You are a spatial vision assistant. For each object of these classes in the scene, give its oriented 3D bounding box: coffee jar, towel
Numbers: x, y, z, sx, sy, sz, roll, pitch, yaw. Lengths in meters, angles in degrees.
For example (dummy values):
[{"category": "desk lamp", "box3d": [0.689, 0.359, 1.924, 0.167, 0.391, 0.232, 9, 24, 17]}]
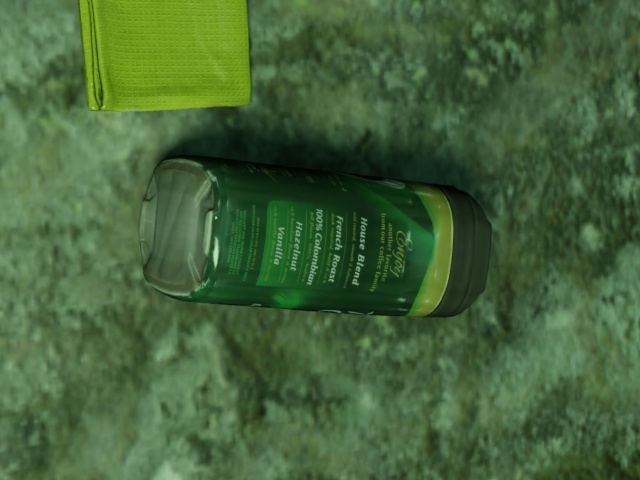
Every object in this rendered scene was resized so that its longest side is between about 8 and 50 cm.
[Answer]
[{"category": "coffee jar", "box3d": [0.000, 0.000, 0.894, 0.184, 0.096, 0.079, 5, 93, -30]}, {"category": "towel", "box3d": [-0.086, -0.190, 0.879, 0.102, 0.021, 0.237, -6, 95, -29]}]
